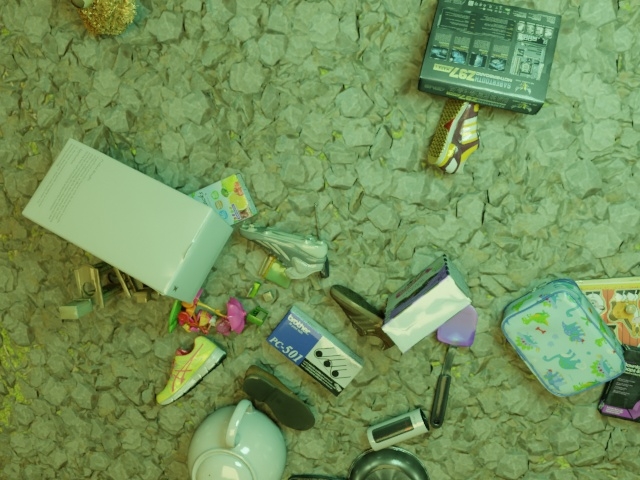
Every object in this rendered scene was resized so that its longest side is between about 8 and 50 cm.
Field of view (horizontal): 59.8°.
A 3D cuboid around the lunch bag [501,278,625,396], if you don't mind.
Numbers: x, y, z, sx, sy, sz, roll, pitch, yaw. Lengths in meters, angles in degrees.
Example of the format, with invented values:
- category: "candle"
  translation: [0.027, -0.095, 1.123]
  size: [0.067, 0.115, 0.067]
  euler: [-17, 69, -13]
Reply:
- category: "lunch bag"
  translation: [0.486, 0.198, 1.132]
  size: [0.176, 0.090, 0.219]
  euler: [-38, 92, 30]

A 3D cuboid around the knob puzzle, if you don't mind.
- category: "knob puzzle"
  translation: [0.595, 0.174, 1.151]
  size: [0.213, 0.030, 0.213]
  euler: [2, 102, 9]

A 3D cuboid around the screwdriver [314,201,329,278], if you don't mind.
- category: "screwdriver"
  translation: [0.000, 0.000, 1.229]
  size: [0.024, 0.025, 0.170]
  euler: [-6, 91, 12]

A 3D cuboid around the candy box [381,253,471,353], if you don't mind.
- category: "candy box"
  translation: [0.210, 0.121, 1.119]
  size: [0.165, 0.196, 0.070]
  euler: [-41, 92, 14]

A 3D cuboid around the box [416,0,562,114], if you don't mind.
- category: "box"
  translation: [0.315, -0.350, 1.045]
  size: [0.232, 0.059, 0.184]
  euler: [13, 78, 7]

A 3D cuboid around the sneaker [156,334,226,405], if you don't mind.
- category: "sneaker"
  translation: [-0.320, 0.304, 1.317]
  size: [0.208, 0.081, 0.094]
  euler: [-43, 85, 8]

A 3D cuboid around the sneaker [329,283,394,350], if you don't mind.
- category: "sneaker"
  translation: [0.089, 0.172, 1.219]
  size: [0.188, 0.066, 0.071]
  euler: [34, 106, 2]

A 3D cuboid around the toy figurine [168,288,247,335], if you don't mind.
- category: "toy figurine"
  translation: [-0.249, 0.174, 1.266]
  size: [0.159, 0.130, 0.173]
  euler: [22, 126, -5]

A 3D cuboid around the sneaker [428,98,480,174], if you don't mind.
- category: "sneaker"
  translation: [0.286, -0.224, 1.111]
  size: [0.083, 0.069, 0.186]
  euler: [22, 98, -23]

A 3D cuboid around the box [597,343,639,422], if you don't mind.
- category: "box"
  translation: [0.661, 0.301, 1.155]
  size: [0.116, 0.029, 0.162]
  euler: [11, 107, 3]

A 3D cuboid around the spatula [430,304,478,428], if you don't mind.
- category: "spatula"
  translation: [0.281, 0.278, 1.225]
  size: [0.084, 0.030, 0.297]
  euler: [9, 102, 6]

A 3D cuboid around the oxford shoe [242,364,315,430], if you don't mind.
- category: "oxford shoe"
  translation: [-0.090, 0.360, 1.291]
  size: [0.076, 0.076, 0.212]
  euler: [-40, 108, 13]

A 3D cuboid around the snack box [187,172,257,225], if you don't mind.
- category: "snack box"
  translation: [-0.225, -0.077, 1.237]
  size: [0.141, 0.037, 0.100]
  euler: [-21, 95, 14]

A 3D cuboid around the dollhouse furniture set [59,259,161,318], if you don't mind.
- category: "dollhouse furniture set"
  translation: [-0.459, 0.096, 1.238]
  size: [0.160, 0.182, 0.101]
  euler: [-3, 101, 11]

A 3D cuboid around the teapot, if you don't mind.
- category: "teapot"
  translation: [-0.203, 0.515, 1.277]
  size: [0.252, 0.187, 0.256]
  euler: [-30, 94, 14]

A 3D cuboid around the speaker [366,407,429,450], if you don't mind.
- category: "speaker"
  translation: [0.177, 0.429, 1.262]
  size: [0.136, 0.055, 0.055]
  euler: [-25, 96, 14]

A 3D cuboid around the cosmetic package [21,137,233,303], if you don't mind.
- category: "cosmetic package"
  translation: [-0.395, -0.039, 1.158]
  size: [0.365, 0.155, 0.197]
  euler: [28, 81, 13]

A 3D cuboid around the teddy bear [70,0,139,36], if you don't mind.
- category: "teddy bear"
  translation: [-0.475, -0.601, 1.138]
  size: [0.245, 0.113, 0.338]
  euler: [14, 103, 9]

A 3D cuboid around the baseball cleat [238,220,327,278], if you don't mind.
- category: "baseball cleat"
  translation: [-0.088, 0.026, 1.210]
  size: [0.205, 0.072, 0.110]
  euler: [13, 106, 17]

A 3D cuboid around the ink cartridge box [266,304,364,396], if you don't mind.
- category: "ink cartridge box"
  translation: [-0.012, 0.250, 1.262]
  size: [0.207, 0.046, 0.097]
  euler: [38, 104, 1]

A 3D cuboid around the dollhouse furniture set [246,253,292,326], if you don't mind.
- category: "dollhouse furniture set"
  translation: [-0.117, 0.111, 1.246]
  size: [0.076, 0.058, 0.152]
  euler: [27, 105, 3]

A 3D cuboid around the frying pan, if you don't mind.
- category: "frying pan"
  translation: [0.100, 0.557, 1.308]
  size: [0.326, 0.053, 0.197]
  euler: [19, 103, 2]
